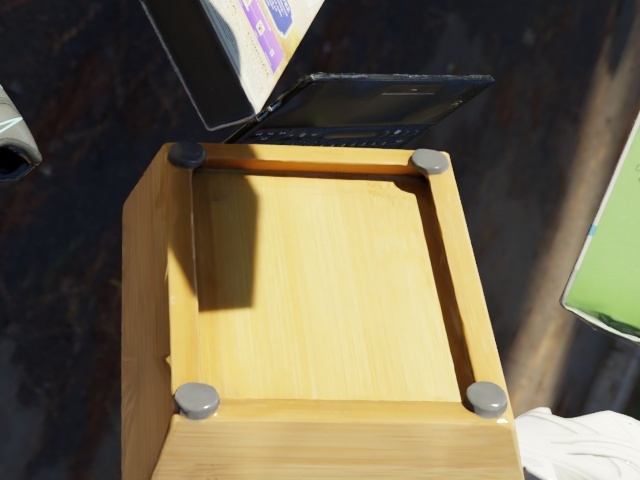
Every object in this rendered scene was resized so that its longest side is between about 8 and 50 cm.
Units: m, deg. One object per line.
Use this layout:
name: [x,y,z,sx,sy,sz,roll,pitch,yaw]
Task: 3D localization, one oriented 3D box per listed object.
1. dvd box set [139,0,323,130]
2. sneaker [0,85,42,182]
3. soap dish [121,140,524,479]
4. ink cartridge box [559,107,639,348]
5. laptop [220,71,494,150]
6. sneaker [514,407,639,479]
dvd box set: [-0.097,-0.338,1.670,0.308,0.062,0.420,63,25,-24]
sneaker: [-0.253,-0.022,0.907,0.101,0.106,0.267,-37,-171,47]
soap dish: [-0.003,0.057,0.997,0.291,0.228,0.118,-98,-167,-48]
ink cartridge box: [0.166,-0.054,0.654,0.209,0.062,0.109,-67,163,-1]
laptop: [0.000,0.000,1.229,0.264,0.137,0.234,-35,164,33]
sneaker: [0.211,0.164,1.105,0.115,0.232,0.090,-42,143,-41]
